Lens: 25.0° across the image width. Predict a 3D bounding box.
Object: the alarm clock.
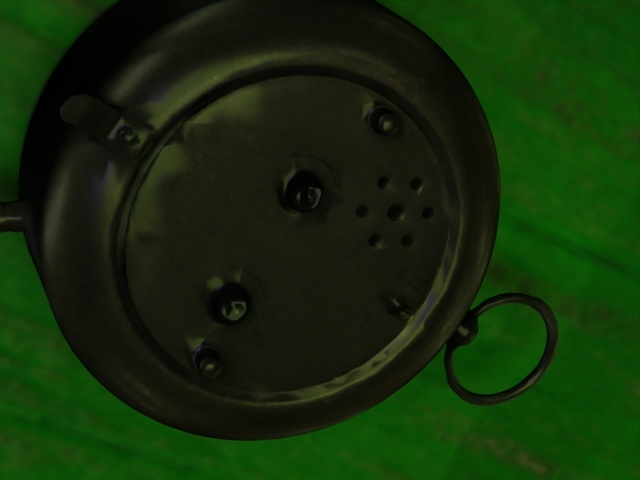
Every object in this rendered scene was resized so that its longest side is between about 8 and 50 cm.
[{"bbox_3d":[0.000,0.000,0.410,0.192,0.064,0.129,30,99,-30],"label":"alarm clock"}]
